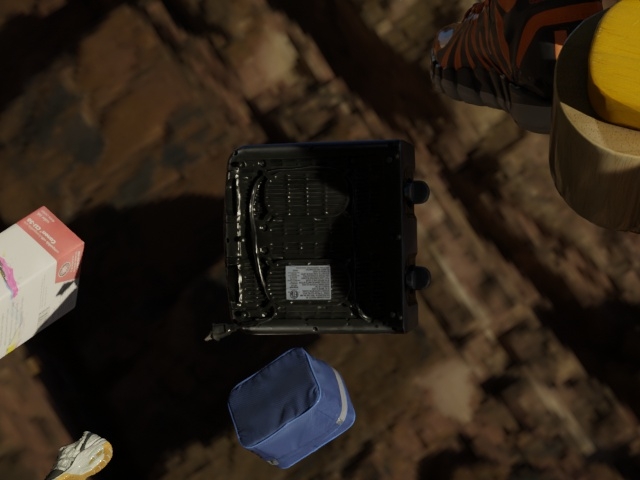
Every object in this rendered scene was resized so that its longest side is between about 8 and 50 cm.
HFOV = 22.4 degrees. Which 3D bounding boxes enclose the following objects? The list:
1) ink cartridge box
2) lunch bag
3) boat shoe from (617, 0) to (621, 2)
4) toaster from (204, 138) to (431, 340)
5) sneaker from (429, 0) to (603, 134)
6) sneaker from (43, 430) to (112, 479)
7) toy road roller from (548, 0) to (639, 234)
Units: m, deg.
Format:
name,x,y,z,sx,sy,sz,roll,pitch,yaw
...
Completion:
name,x,y,z,sx,sy,sz,roll,pitch,yaw
ink cartridge box,-0.333,0.065,1.608,0.067,0.198,0.115,40,-37,18
lunch bag,-0.025,0.143,1.337,0.065,0.098,0.067,37,26,-46
boat shoe,0.366,-0.260,1.261,0.113,0.340,0.127,31,-23,36
toaster,0.000,0.000,1.409,0.110,0.185,0.168,-1,90,-74
sneaker,0.182,-0.211,1.444,0.321,0.124,0.180,-144,-135,-67
sneaker,-0.225,0.203,1.433,0.037,0.083,0.032,32,-33,35
toy road roller,0.293,0.004,1.061,0.329,0.241,0.202,17,-20,13
